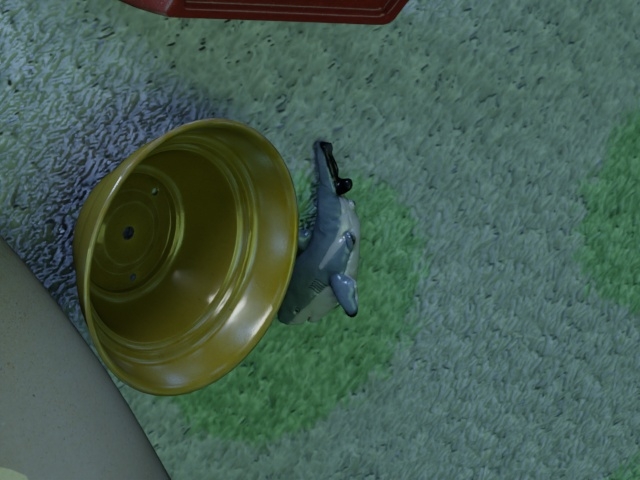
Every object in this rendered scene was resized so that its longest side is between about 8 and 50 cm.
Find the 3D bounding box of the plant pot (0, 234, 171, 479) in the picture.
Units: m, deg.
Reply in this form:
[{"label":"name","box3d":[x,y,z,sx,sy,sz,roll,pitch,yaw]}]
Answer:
[{"label":"plant pot","box3d":[-0.262,0.119,1.305,0.256,0.256,0.274,-25,111,-20]}]

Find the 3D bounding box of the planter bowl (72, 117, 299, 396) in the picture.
[{"label":"planter bowl","box3d":[-0.124,0.004,1.392,0.217,0.090,0.217,-20,118,-42]}]

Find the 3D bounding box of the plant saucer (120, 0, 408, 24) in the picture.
[{"label":"plant saucer","box3d":[0.009,-0.237,1.299,0.259,0.047,0.258,-2,148,-33]}]

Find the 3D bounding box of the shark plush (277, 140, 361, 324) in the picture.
[{"label":"shark plush","box3d":[0.000,0.000,1.517,0.067,0.073,0.161,2,124,-2]}]
